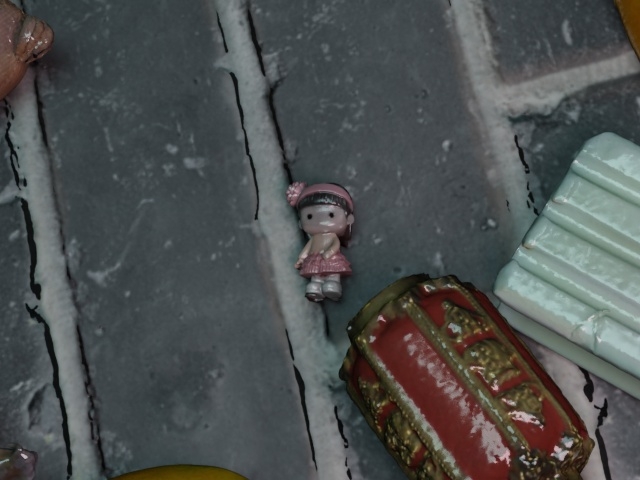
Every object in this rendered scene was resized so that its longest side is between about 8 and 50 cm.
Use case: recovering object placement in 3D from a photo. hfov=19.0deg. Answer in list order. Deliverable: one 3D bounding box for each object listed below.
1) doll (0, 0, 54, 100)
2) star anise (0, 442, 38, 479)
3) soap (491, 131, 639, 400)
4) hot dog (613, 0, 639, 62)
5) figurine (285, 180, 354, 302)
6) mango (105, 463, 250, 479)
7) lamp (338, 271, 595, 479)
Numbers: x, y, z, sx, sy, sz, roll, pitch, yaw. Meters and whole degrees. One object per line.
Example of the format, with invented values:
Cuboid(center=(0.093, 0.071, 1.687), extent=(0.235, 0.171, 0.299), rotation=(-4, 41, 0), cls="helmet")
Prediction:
Cuboid(center=(-0.443, -0.262, 2.105), extent=(0.201, 0.156, 0.303), rotation=(-40, 64, 0), cls="doll")
Cuboid(center=(-0.427, 0.274, 1.922), extent=(0.359, 0.139, 0.316), rotation=(-17, 59, 20), cls="star anise")
Cuboid(center=(0.365, 0.061, 1.861), extent=(0.347, 0.115, 0.208), rotation=(29, 78, 18), cls="soap")
Cuboid(center=(0.387, -0.220, 1.971), extent=(0.135, 0.100, 0.337), rotation=(-22, 68, 2), cls="hot dog")
Cuboid(center=(0.000, 0.000, 1.985), extent=(0.072, 0.054, 0.129), rotation=(-6, 75, 23), cls="figurine")
Cuboid(center=(-0.172, 0.301, 1.845), extent=(0.254, 0.139, 0.175), rotation=(-31, 52, -26), cls="mango")
Cuboid(center=(0.139, 0.159, 1.835), extent=(0.177, 0.177, 0.274), rotation=(-34, 65, -4), cls="lamp")
